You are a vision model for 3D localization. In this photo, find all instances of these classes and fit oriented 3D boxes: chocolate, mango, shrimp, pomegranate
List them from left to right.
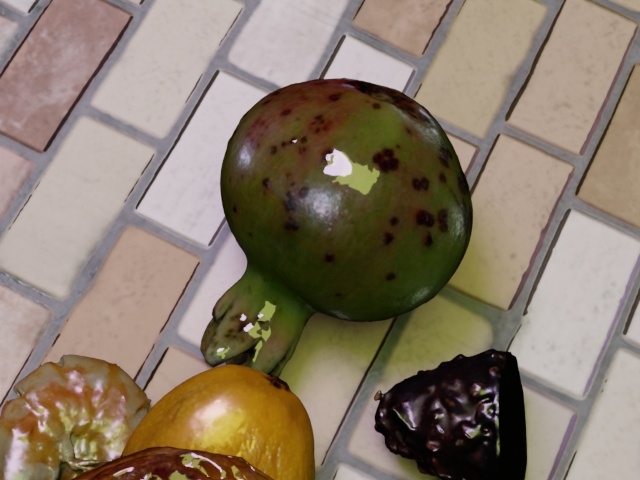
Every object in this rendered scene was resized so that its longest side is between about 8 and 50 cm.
[{"bbox_3d":[-0.246,0.241,1.061,0.154,0.062,0.294,23,67,-2],"label":"shrimp"},{"bbox_3d":[-0.103,0.251,1.029,0.177,0.120,0.295,21,93,-6],"label":"mango"},{"bbox_3d":[0.016,0.003,1.098,0.242,0.242,0.306,11,88,-1],"label":"pomegranate"},{"bbox_3d":[0.116,0.173,1.095,0.133,0.156,0.156,-2,67,21],"label":"chocolate"}]

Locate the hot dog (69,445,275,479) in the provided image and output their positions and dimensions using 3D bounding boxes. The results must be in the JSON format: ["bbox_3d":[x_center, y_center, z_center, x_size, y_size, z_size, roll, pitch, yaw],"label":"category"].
[{"bbox_3d":[-0.096,0.352,0.890,0.266,0.174,0.388,-18,106,-17],"label":"hot dog"}]
